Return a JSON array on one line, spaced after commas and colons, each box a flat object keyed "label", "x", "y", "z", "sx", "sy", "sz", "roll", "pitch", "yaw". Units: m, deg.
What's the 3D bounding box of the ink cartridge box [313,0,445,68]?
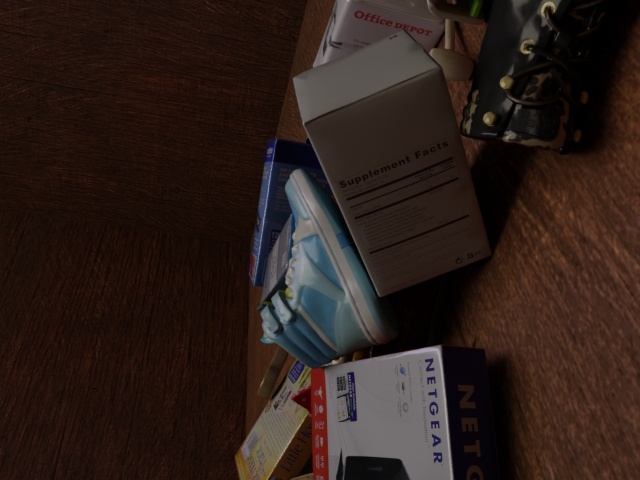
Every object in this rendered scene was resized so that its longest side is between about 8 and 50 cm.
[{"label": "ink cartridge box", "x": 0.110, "y": -0.400, "z": 1.163, "sx": 0.273, "sy": 0.198, "sz": 0.115, "roll": 120, "pitch": 156, "yaw": -58}]

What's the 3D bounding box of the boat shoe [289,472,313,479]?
[{"label": "boat shoe", "x": 0.021, "y": 0.476, "z": 1.112, "sx": 0.072, "sy": 0.190, "sz": 0.068, "roll": -74, "pitch": -28, "yaw": -56}]

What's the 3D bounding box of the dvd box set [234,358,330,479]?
[{"label": "dvd box set", "x": -0.047, "y": 0.379, "z": 1.297, "sx": 0.420, "sy": 0.062, "sz": 0.307, "roll": -57, "pitch": 11, "yaw": -9}]

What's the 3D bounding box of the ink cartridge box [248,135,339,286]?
[{"label": "ink cartridge box", "x": -0.009, "y": -0.082, "z": 1.331, "sx": 0.151, "sy": 0.270, "sz": 0.395, "roll": -161, "pitch": 79, "yaw": -75}]

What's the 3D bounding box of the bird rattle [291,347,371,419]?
[{"label": "bird rattle", "x": 0.066, "y": 0.235, "z": 1.049, "sx": 0.143, "sy": 0.207, "sz": 0.253, "roll": -11, "pitch": 62, "yaw": 34}]

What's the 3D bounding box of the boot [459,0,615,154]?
[{"label": "boot", "x": 0.254, "y": -0.233, "z": 0.568, "sx": 0.377, "sy": 0.138, "sz": 0.284, "roll": -120, "pitch": 41, "yaw": -76}]

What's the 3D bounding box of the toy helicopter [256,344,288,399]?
[{"label": "toy helicopter", "x": -0.078, "y": 0.254, "z": 1.503, "sx": 0.235, "sy": 0.140, "sz": 0.355, "roll": 117, "pitch": 178, "yaw": -52}]

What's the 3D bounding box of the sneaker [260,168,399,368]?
[{"label": "sneaker", "x": -0.033, "y": 0.054, "z": 0.903, "sx": 0.319, "sy": 0.208, "sz": 0.127, "roll": 65, "pitch": -164, "yaw": 22}]

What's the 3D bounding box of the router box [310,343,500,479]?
[{"label": "router box", "x": 0.102, "y": 0.328, "z": 0.769, "sx": 0.301, "sy": 0.082, "sz": 0.335, "roll": -28, "pitch": 58, "yaw": 52}]

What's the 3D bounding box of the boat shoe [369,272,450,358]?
[{"label": "boat shoe", "x": 0.145, "y": 0.073, "z": 0.936, "sx": 0.111, "sy": 0.104, "sz": 0.307, "roll": 142, "pitch": 134, "yaw": -72}]

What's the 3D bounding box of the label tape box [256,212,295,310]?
[{"label": "label tape box", "x": 0.019, "y": 0.071, "z": 1.158, "sx": 0.348, "sy": 0.249, "sz": 0.115, "roll": 130, "pitch": 145, "yaw": -67}]

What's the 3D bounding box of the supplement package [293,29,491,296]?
[{"label": "supplement package", "x": 0.099, "y": -0.103, "z": 0.788, "sx": 0.177, "sy": 0.175, "sz": 0.293, "roll": -101, "pitch": -12, "yaw": -56}]

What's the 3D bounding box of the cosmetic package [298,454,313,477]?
[{"label": "cosmetic package", "x": -0.023, "y": 0.619, "z": 1.223, "sx": 0.365, "sy": 0.155, "sz": 0.197, "roll": -155, "pitch": 74, "yaw": -78}]

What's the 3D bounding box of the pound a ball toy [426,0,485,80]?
[{"label": "pound a ball toy", "x": 0.201, "y": -0.447, "z": 0.942, "sx": 0.208, "sy": 0.135, "sz": 0.319, "roll": 113, "pitch": 161, "yaw": -49}]
